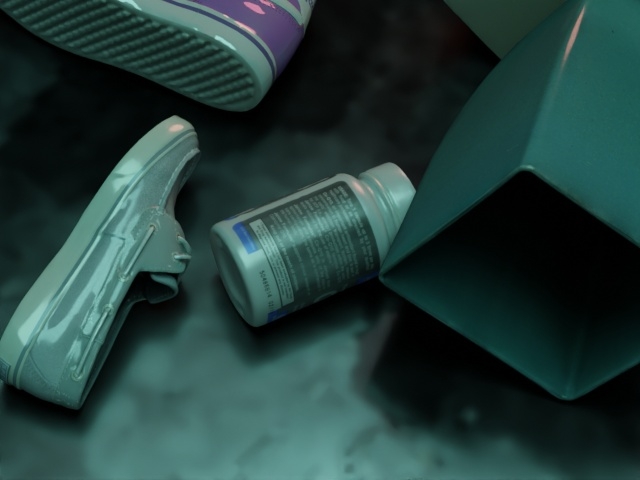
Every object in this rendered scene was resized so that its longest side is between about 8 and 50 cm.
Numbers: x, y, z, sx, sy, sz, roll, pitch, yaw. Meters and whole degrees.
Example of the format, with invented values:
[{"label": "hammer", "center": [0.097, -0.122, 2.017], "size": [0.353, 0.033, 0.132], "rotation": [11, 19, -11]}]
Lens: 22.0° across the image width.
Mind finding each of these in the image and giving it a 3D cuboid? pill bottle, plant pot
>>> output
[{"label": "pill bottle", "center": [0.000, 0.000, 1.141], "size": [0.137, 0.078, 0.078], "rotation": [-22, 61, -15]}, {"label": "plant pot", "center": [0.176, -0.053, 1.107], "size": [0.165, 0.165, 0.234], "rotation": [33, 52, -15]}]

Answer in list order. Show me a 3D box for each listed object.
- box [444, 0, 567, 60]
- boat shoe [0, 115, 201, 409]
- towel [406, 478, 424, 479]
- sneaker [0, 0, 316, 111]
[{"label": "box", "center": [0.218, -0.222, 1.172], "size": [0.094, 0.275, 0.113], "rotation": [42, 56, -19]}, {"label": "boat shoe", "center": [-0.133, 0.018, 1.133], "size": [0.081, 0.079, 0.227], "rotation": [30, 66, 5]}, {"label": "towel", "center": [-0.038, 0.289, 0.940], "size": [0.235, 0.121, 0.284], "rotation": [-6, 60, -4]}, {"label": "sneaker", "center": [-0.138, -0.217, 1.267], "size": [0.282, 0.102, 0.161], "rotation": [27, 57, 2]}]
